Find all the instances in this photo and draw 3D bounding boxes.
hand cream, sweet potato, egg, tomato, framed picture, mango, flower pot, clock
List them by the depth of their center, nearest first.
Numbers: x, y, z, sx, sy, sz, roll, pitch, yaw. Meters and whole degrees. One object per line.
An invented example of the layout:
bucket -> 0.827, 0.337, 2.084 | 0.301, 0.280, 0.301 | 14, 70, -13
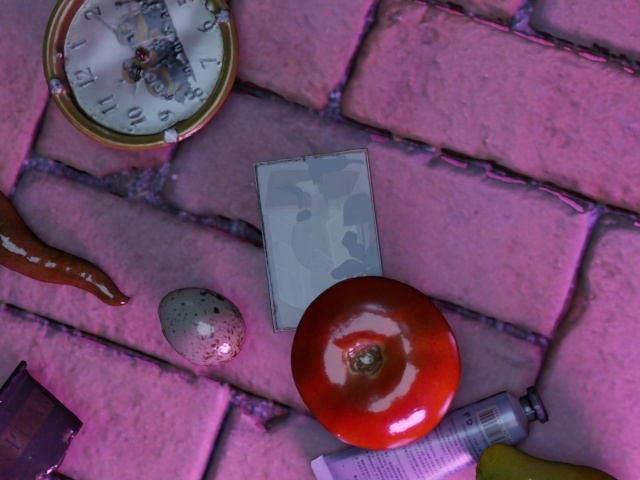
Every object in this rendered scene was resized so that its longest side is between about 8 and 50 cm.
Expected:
mango -> 0.276, 0.304, 1.808 | 0.233, 0.111, 0.125 | 39, 72, 3
tomato -> 0.063, 0.136, 1.821 | 0.195, 0.136, 0.195 | -1, 85, 14
hand cream -> 0.127, 0.238, 1.860 | 0.271, 0.058, 0.091 | -25, 96, 8
flower pot -> -0.344, 0.228, 1.867 | 0.107, 0.157, 0.157 | 34, 92, -6
egg -> -0.137, 0.098, 1.875 | 0.110, 0.085, 0.085 | 25, 91, 12
framed picture -> 0.000, 0.000, 1.901 | 0.136, 0.010, 0.201 | -7, 87, 5
clock -> -0.207, -0.217, 1.908 | 0.237, 0.057, 0.237 | 0, 86, 7
sweet potato -> -0.338, 0.013, 1.915 | 0.249, 0.059, 0.069 | 37, 80, 2
